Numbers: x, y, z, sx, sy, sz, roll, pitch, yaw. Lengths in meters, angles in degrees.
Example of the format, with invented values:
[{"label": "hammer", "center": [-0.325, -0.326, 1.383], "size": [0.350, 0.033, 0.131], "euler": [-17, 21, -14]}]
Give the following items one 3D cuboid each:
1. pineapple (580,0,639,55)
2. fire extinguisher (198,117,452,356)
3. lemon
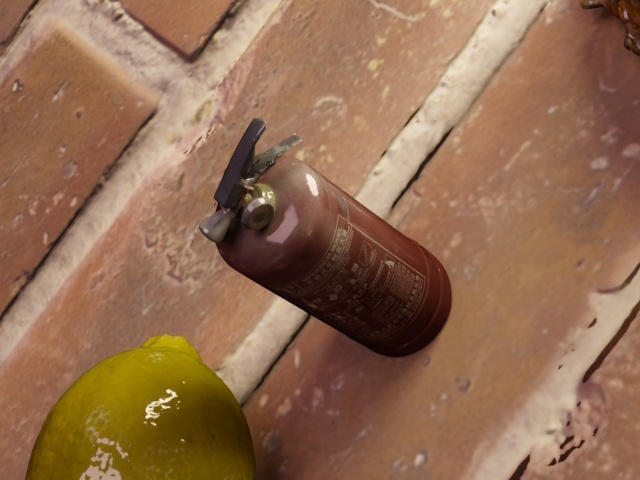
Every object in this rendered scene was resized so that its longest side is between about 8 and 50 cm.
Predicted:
[{"label": "pineapple", "center": [0.290, -0.203, 1.074], "size": [0.334, 0.158, 0.161], "euler": [16, 79, 37]}, {"label": "fire extinguisher", "center": [0.000, 0.000, 1.107], "size": [0.104, 0.269, 0.105], "euler": [-14, 62, 29]}, {"label": "lemon", "center": [-0.138, 0.185, 1.173], "size": [0.184, 0.184, 0.248], "euler": [-3, 63, 33]}]
